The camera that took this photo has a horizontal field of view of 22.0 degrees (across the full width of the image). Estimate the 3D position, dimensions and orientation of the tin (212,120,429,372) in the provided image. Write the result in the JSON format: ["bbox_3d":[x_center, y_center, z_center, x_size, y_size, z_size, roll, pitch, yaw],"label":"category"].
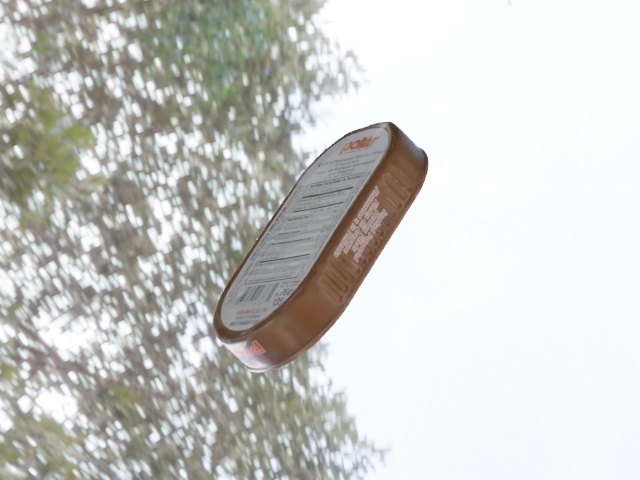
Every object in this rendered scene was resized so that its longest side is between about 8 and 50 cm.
[{"bbox_3d":[0.000,0.000,1.050,0.040,0.106,0.189,46,-119,-26],"label":"tin"}]
